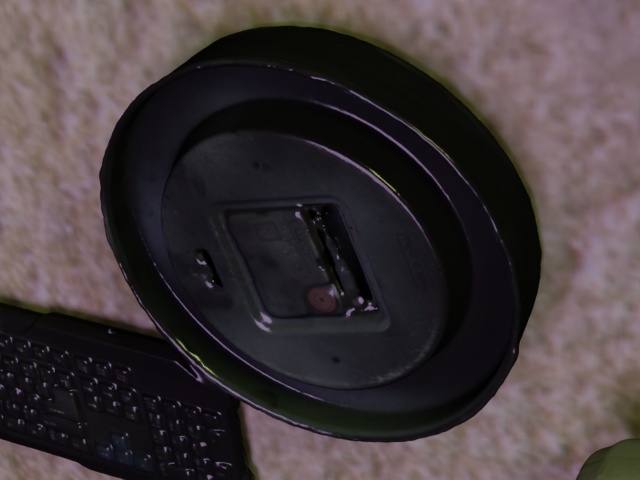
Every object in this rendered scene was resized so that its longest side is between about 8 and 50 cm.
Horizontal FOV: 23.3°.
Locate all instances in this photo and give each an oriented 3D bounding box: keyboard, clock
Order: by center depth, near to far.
[{"bbox_3d":[0.000,0.000,0.622,0.184,0.040,0.184,16,131,19],"label":"clock"},{"bbox_3d":[-0.153,0.071,0.790,0.262,0.016,0.106,12,130,24],"label":"keyboard"}]

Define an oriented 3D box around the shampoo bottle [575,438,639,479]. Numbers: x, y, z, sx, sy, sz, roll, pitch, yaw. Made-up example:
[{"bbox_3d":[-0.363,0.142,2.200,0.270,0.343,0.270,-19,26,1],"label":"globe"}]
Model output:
[{"bbox_3d":[0.213,0.117,0.549,0.234,0.087,0.118,-11,113,37],"label":"shampoo bottle"}]
